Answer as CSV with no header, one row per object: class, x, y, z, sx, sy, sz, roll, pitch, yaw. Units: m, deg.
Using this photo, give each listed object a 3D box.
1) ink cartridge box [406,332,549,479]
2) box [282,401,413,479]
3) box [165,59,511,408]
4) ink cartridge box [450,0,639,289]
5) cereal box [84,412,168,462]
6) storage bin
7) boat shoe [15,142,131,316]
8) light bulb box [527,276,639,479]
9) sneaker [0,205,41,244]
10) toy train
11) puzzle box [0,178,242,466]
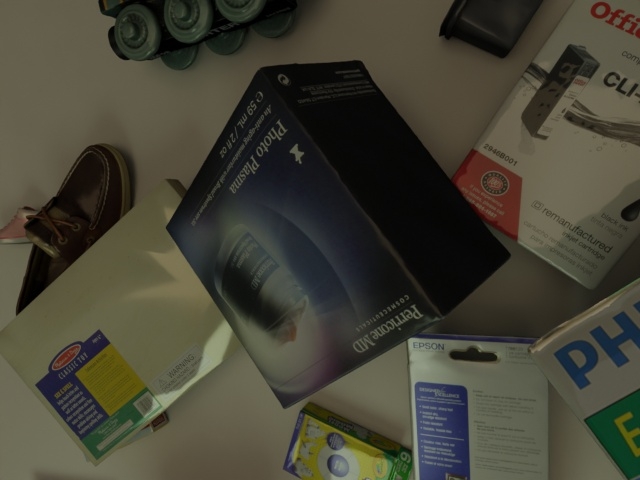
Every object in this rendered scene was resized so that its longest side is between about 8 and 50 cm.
ink cartridge box,0.201,0.264,0.610,0.165,0.065,0.333,0,103,20
box,0.041,0.329,0.708,0.179,0.043,0.105,18,100,17
box,0.000,0.000,0.578,0.294,0.182,0.296,54,133,9
ink cartridge box,0.304,-0.114,0.546,0.197,0.114,0.273,36,104,16
cereal box,-0.395,0.256,0.860,0.173,0.047,0.240,-28,84,19
storage bin,0.222,-0.299,0.582,0.091,0.098,0.135,31,103,5
boat shoe,-0.437,-0.006,0.820,0.123,0.123,0.342,31,103,16
light bulb box,0.388,0.184,0.355,0.225,0.358,0.361,-40,59,17
sneaker,-0.572,-0.028,0.908,0.134,0.051,0.070,-5,90,17
toy train,-0.176,-0.373,0.684,0.333,0.142,0.190,-9,97,22
puzzle box,-0.296,0.134,0.761,0.409,0.052,0.272,-40,90,9
